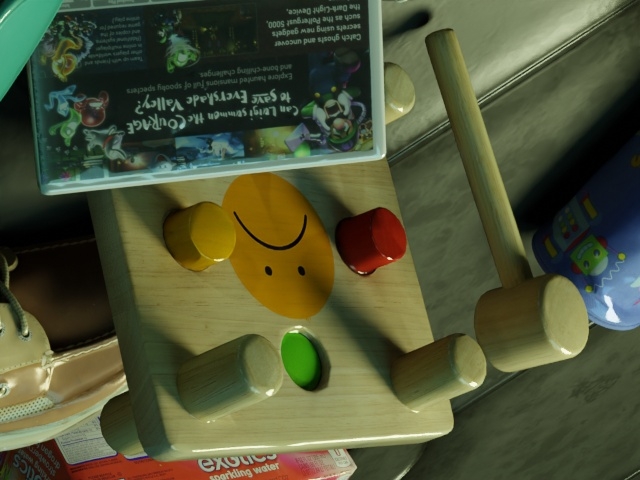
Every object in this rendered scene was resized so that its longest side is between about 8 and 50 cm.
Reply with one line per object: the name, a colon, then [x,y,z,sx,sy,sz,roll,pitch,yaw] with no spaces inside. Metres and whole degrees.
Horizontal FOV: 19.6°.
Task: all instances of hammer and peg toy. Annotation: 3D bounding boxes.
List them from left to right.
hammer and peg toy: [0.000,0.000,1.157,0.127,0.266,0.361,-26,162,39]

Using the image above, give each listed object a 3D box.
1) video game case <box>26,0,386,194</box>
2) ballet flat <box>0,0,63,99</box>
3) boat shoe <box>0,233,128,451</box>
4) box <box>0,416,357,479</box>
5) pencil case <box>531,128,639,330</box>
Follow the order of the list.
video game case: [-0.061,-0.118,0.972,0.190,0.022,0.173,-7,107,-14]
ballet flat: [-0.154,-0.159,0.863,0.342,0.124,0.116,-48,180,20]
boat shoe: [-0.224,0.065,1.151,0.324,0.123,0.116,-24,149,-20]
box: [-0.119,0.182,1.430,0.257,0.128,0.122,-6,142,-41]
pencil case: [0.310,-0.062,1.497,0.306,0.119,0.133,-47,160,25]
